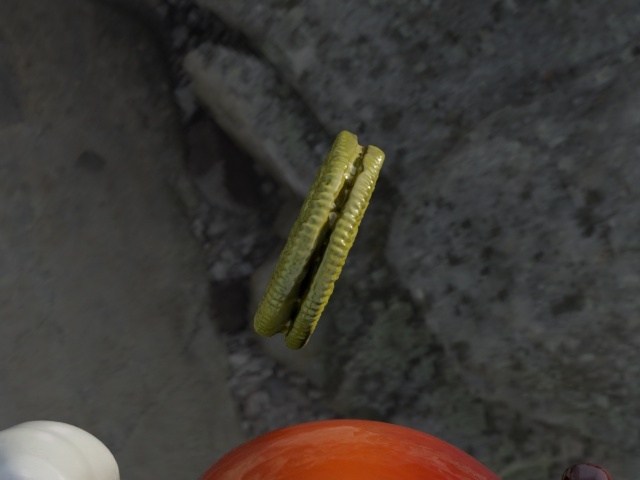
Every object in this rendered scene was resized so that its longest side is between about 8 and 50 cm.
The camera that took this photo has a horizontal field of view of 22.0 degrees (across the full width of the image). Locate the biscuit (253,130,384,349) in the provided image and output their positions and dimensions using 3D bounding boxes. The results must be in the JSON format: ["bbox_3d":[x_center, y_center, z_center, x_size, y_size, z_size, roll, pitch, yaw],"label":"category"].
[{"bbox_3d":[0.000,0.000,0.619,0.023,0.084,0.084,24,74,-1],"label":"biscuit"}]

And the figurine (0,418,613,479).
[{"bbox_3d":[-0.025,0.180,0.792,0.323,0.320,0.196,4,96,13],"label":"figurine"}]
